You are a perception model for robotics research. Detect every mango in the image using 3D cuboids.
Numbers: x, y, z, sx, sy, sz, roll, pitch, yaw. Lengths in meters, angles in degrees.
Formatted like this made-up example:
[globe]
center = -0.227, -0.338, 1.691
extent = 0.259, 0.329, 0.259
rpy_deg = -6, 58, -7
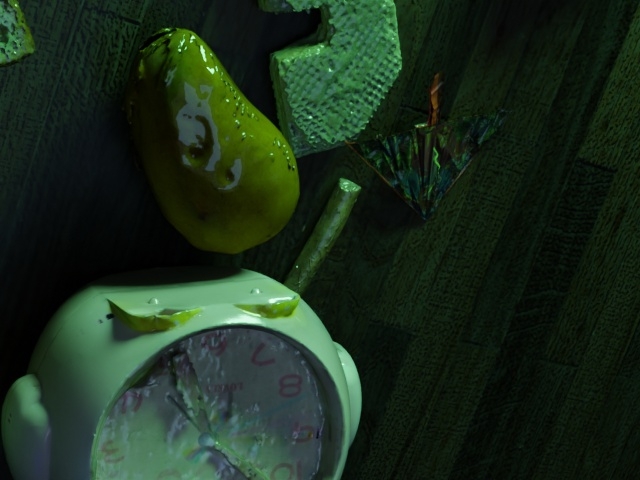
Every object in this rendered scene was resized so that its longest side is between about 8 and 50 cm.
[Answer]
[mango]
center = -0.110, -0.095, 1.385
extent = 0.156, 0.151, 0.249
rpy_deg = -9, 121, 16

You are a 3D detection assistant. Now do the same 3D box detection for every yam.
[yam]
center = 0.000, 0.000, 1.542
extent = 0.032, 0.032, 0.145
rpy_deg = 25, 99, -30

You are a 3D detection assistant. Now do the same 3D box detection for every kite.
[kite]
center = 0.119, -0.100, 1.546
extent = 0.232, 0.009, 0.189
rpy_deg = -17, 127, -30

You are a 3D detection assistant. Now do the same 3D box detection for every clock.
[clock]
center = -0.142, 0.216, 1.436
extent = 0.368, 0.250, 0.377
rpy_deg = -5, 105, -24

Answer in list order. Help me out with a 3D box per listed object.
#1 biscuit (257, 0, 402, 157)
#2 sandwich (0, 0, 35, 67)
[biscuit]
center = 0.009, -0.216, 1.453
extent = 0.147, 0.046, 0.250
rpy_deg = -16, 115, -19
[sandwich]
center = -0.397, -0.267, 1.219
extent = 0.254, 0.099, 0.288
rpy_deg = -22, 117, -23
